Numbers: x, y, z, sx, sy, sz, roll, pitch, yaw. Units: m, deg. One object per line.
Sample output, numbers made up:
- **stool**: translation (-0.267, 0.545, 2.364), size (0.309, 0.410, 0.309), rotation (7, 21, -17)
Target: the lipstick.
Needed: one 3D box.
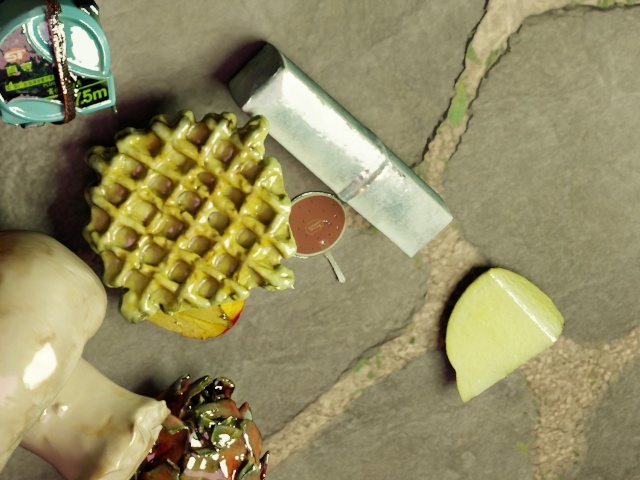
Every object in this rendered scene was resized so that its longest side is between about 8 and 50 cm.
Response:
- **lipstick**: translation (0.022, -0.097, 1.761), size (0.076, 0.077, 0.289), rotation (-42, 123, 11)

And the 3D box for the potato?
- **potato**: translation (0.200, 0.101, 1.968), size (0.149, 0.081, 0.120), rotation (-38, 96, 25)

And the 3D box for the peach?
- **peach**: translation (-0.142, 0.025, 1.758), size (0.151, 0.118, 0.151), rotation (6, 133, 6)

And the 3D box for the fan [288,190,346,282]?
- **fan**: translation (0.000, 0.000, 1.857), size (0.085, 0.005, 0.133), rotation (-31, 124, -1)

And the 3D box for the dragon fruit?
- **dragon fruit**: translation (-0.144, 0.253, 1.863), size (0.182, 0.182, 0.188), rotation (21, 152, -29)

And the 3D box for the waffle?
- **waffle**: translation (-0.139, -0.030, 1.682), size (0.223, 0.054, 0.204), rotation (-12, 95, 10)

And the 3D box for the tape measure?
- **tape measure**: translation (-0.271, -0.177, 1.605), size (0.125, 0.081, 0.146), rotation (-14, 124, -15)

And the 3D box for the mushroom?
- **mushroom**: translation (-0.301, 0.149, 1.652), size (0.290, 0.297, 0.297), rotation (37, 104, -7)
